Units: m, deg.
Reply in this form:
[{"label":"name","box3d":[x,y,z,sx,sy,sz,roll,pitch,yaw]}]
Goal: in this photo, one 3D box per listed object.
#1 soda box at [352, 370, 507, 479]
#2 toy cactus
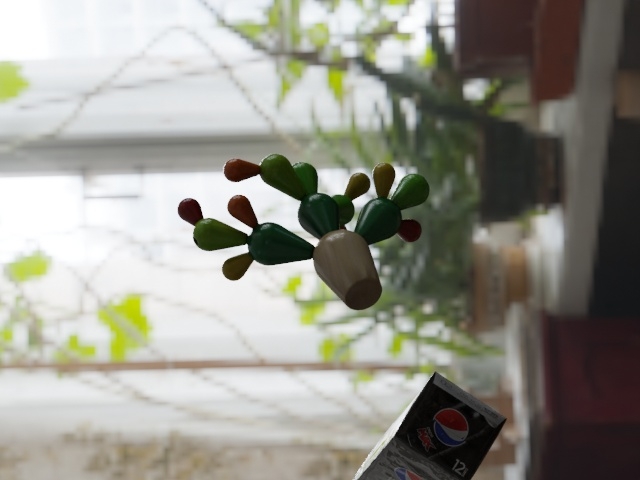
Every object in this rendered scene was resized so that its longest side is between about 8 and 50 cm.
[{"label":"soda box","box3d":[0.068,0.146,1.244,0.053,0.060,0.169,-56,-3,-22]},{"label":"toy cactus","box3d":[0.000,0.000,1.604,0.180,0.219,0.112,-120,34,-48]}]
